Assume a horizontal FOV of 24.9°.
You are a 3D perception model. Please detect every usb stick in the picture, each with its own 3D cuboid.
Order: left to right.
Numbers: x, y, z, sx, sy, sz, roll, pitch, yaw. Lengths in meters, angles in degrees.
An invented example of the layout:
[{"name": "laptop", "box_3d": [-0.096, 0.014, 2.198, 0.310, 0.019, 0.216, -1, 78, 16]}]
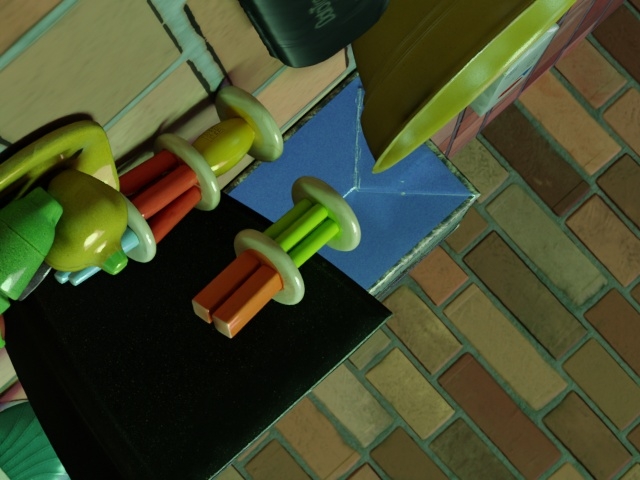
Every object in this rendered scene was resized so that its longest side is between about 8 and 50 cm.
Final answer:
[{"name": "usb stick", "box_3d": [-0.005, -0.127, 0.649, 0.077, 0.045, 0.278, -35, 176, 2]}]

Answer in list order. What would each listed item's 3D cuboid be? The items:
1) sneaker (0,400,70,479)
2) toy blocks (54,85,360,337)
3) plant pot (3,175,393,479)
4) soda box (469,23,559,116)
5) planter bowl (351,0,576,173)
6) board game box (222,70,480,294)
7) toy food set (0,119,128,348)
[{"name": "sneaker", "box_3d": [-0.305, 0.237, 1.111, 0.302, 0.108, 0.121, -40, 180, -6]}, {"name": "toy blocks", "box_3d": [-0.067, 0.001, 0.812, 0.148, 0.123, 0.054, -41, 180, -25]}, {"name": "plant pot", "box_3d": [-0.097, 0.066, 0.909, 0.187, 0.167, 0.188, -41, 176, -23]}, {"name": "soda box", "box_3d": [0.164, -0.183, 1.388, 0.069, 0.074, 0.216, -42, 176, -4]}, {"name": "planter bowl", "box_3d": [0.084, -0.147, 0.925, 0.217, 0.090, 0.217, -42, 175, -5]}, {"name": "board game box", "box_3d": [0.000, 0.000, 1.273, 0.232, 0.141, 0.291, -42, 176, -2]}, {"name": "toy food set", "box_3d": [-0.165, 0.040, 0.675, 0.218, 0.071, 0.128, -41, 175, -8]}]
